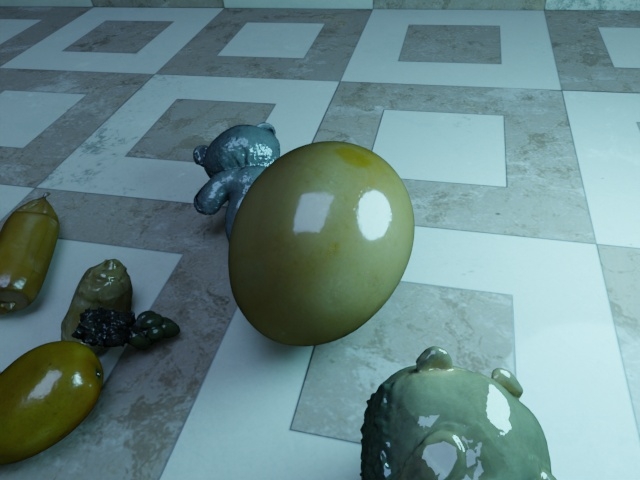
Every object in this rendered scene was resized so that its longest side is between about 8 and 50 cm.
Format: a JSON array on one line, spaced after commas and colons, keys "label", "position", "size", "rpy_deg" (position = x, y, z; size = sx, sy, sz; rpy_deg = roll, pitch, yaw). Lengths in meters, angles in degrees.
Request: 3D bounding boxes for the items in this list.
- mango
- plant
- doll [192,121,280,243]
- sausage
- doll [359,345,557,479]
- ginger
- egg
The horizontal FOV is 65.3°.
[{"label": "mango", "position": [-0.439, 0.252, 0.764], "size": [0.152, 0.120, 0.221], "rpy_deg": [25, 58, 33]}, {"label": "plant", "position": [-0.335, 0.154, 0.868], "size": [0.174, 0.087, 0.085], "rpy_deg": [7, 22, -33]}, {"label": "doll", "position": [-0.162, -0.102, 1.118], "size": [0.246, 0.158, 0.340], "rpy_deg": [-14, 72, -17]}, {"label": "sausage", "position": [-0.620, 0.012, 1.049], "size": [0.112, 0.112, 0.328], "rpy_deg": [-10, 43, -4]}, {"label": "doll", "position": [0.160, 0.307, 0.557], "size": [0.248, 0.247, 0.349], "rpy_deg": [3, 53, 10]}, {"label": "ginger", "position": [-0.411, 0.121, 0.908], "size": [0.115, 0.122, 0.193], "rpy_deg": [12, 48, -10]}, {"label": "egg", "position": [0.000, 0.000, 0.850], "size": [0.301, 0.301, 0.374], "rpy_deg": [17, 49, 22]}]
